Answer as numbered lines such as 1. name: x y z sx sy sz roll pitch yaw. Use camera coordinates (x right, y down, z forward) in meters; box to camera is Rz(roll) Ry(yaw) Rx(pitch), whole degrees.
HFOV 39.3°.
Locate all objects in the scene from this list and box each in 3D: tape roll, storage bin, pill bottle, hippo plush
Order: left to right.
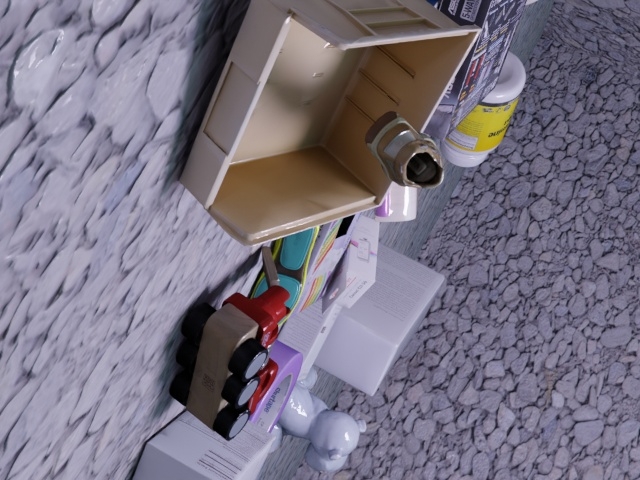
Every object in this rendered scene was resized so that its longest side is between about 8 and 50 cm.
1. tape roll: -0.138 0.317 1.719 0.274 0.090 0.275 -58 168 -20
2. hippo plush: -0.006 0.419 2.150 0.234 0.237 0.294 -49 163 -48
3. storage bin: 0.006 -0.148 0.992 0.260 0.123 0.262 -20 147 -47
4. pill bottle: 0.423 -0.352 2.424 0.188 0.188 0.334 -56 167 -29

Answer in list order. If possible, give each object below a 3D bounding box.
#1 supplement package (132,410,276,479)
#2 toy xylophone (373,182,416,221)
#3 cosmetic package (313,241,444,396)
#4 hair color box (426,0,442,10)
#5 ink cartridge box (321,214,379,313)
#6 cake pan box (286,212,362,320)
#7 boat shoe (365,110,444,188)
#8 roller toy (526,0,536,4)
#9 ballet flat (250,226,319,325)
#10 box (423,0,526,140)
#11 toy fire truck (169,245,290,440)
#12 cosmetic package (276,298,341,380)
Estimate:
1. supplement package: -0.203 0.397 1.452 0.194 0.149 0.203 -66 168 17
2. toy xylophone: 0.161 -0.153 1.838 0.323 0.081 0.236 -36 128 -81
3. cosmetic package: 0.126 0.173 2.205 0.453 0.230 0.161 -38 154 -62
4. hair color box: 0.074 -0.254 1.315 0.347 0.105 0.174 -55 167 -35
5. ink cartridge box: 0.061 0.055 1.821 0.115 0.067 0.198 -52 -157 47
6. cake pan box: 0.000 0.000 1.665 0.266 0.070 0.246 -65 171 11
7. boat shoe: 0.110 -0.084 1.025 0.068 0.072 0.190 -49 157 11
8. roller toy: 0.383 -0.566 1.749 0.146 0.191 0.209 -56 167 -28
9. ballet flat: -0.057 0.046 1.515 0.077 0.077 0.231 -83 -165 -74
10. box: 0.250 -0.325 1.450 0.307 0.077 0.242 -45 156 -54
11. toy fire truck: -0.110 0.140 1.364 0.246 0.158 0.217 -37 153 -43
12. cosmetic package: -0.025 0.183 1.924 0.231 0.086 0.117 -64 168 0
